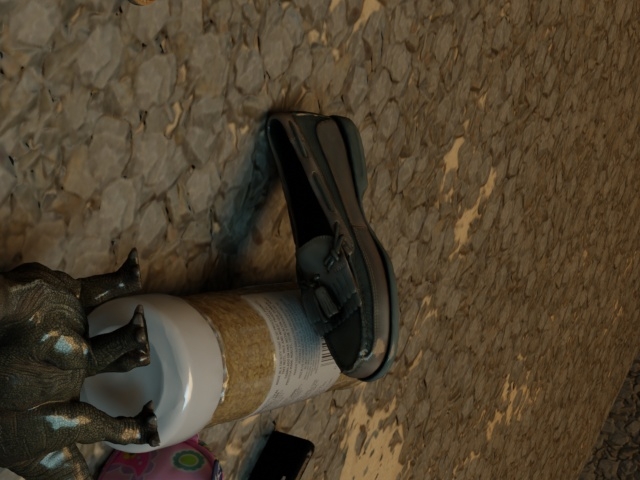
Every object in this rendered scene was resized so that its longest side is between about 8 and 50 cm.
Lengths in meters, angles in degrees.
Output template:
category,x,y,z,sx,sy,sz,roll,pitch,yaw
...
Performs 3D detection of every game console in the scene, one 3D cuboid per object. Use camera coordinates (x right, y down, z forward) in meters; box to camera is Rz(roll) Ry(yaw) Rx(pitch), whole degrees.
category,x,y,z,sx,sy,sz,roll,pitch,yaw
game console,-0.045,0.280,1.182,0.071,0.107,0.122,39,69,-32

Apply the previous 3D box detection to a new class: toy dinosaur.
category,x,y,z,sx,sy,sz,roll,pitch,yaw
toy dinosaur,-0.197,0.090,0.741,0.313,0.160,0.121,95,-15,-48

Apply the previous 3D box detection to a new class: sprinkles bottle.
category,x,y,z,sx,sy,sz,roll,pitch,yaw
sprinkles bottle,-0.066,0.100,0.970,0.355,0.121,0.121,-2,108,-62

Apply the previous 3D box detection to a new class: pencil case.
category,x,y,z,sx,sy,sz,roll,pitch,yaw
pencil case,-0.122,0.294,0.992,0.124,0.124,0.284,-49,144,-37

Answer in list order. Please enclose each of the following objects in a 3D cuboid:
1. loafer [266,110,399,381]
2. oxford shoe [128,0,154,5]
category,x,y,z,sx,sy,sz,roll,pitch,yaw
loafer,0.000,0.000,0.965,0.084,0.096,0.267,11,54,-33
oxford shoe,-0.081,-0.263,0.769,0.212,0.076,0.076,-67,154,-6
